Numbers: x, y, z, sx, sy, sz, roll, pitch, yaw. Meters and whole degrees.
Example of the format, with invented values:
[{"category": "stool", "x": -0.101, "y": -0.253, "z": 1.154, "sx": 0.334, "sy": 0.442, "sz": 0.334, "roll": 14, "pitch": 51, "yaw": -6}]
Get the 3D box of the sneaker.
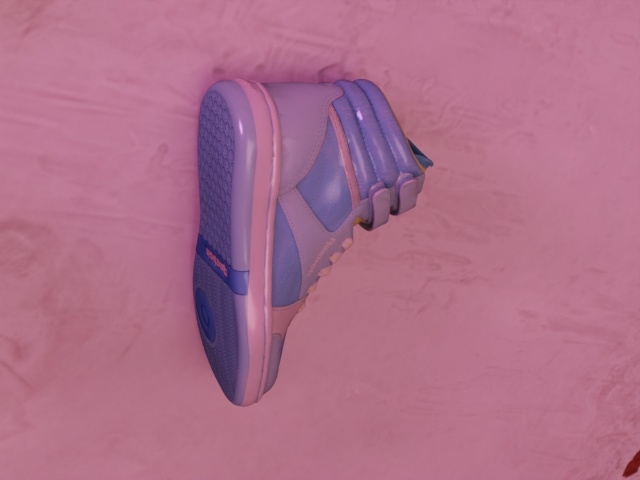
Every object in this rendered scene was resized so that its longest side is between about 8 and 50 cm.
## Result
[{"category": "sneaker", "x": 0.000, "y": 0.000, "z": 1.266, "sx": 0.208, "sy": 0.127, "sz": 0.319, "roll": -11, "pitch": 126, "yaw": -25}]
